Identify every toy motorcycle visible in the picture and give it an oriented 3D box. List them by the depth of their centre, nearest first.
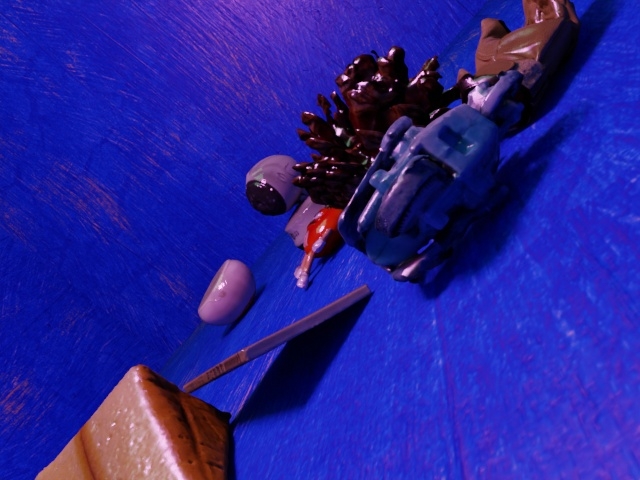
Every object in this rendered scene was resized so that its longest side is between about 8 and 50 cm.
[{"bbox_3d":[0.139,-0.069,0.687,0.260,0.154,0.206,-45,-18,-23],"label":"toy motorcycle"}]

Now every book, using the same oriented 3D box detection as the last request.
[{"bbox_3d":[-0.077,0.159,0.906,0.217,0.021,0.310,-24,-8,-33],"label":"book"}]

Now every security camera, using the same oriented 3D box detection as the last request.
[{"bbox_3d":[-0.080,-0.120,1.658,0.191,0.277,0.197,-52,8,-28],"label":"security camera"}]

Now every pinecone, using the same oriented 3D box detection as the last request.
[{"bbox_3d":[0.099,-0.164,0.936,0.296,0.242,0.298,-50,-9,-2],"label":"pinecone"}]

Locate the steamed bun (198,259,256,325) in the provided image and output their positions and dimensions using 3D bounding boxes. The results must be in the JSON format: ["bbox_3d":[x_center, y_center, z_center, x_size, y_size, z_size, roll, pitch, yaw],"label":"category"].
[{"bbox_3d":[-0.297,0.184,1.949,0.232,0.145,0.232,-55,13,20],"label":"steamed bun"}]

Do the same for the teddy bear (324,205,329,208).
[{"bbox_3d":[0.039,-0.078,1.476,0.160,0.078,0.119,-56,-19,-3],"label":"teddy bear"}]

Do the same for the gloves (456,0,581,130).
[{"bbox_3d":[0.298,-0.298,0.859,0.154,0.141,0.331,91,-159,-59],"label":"gloves"}]

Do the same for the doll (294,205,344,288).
[{"bbox_3d":[0.000,0.000,1.355,0.217,0.085,0.183,-59,6,2],"label":"doll"}]

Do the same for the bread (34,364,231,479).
[{"bbox_3d":[-0.203,0.375,0.786,0.233,0.245,0.361,-49,37,-6],"label":"bread"}]
